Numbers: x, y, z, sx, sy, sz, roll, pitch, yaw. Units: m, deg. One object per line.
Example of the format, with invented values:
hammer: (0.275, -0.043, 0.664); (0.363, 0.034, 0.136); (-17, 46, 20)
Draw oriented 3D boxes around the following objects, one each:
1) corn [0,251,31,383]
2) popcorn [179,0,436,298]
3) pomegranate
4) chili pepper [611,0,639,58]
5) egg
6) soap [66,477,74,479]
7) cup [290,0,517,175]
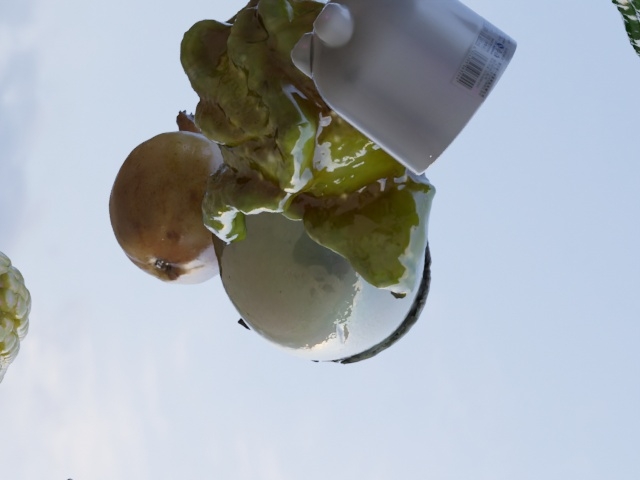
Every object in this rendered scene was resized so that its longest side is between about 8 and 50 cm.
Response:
corn: (-0.251, 0.063, 1.133); (0.244, 0.093, 0.093); (138, -56, -68)
popcorn: (-0.019, -0.117, 1.765); (0.326, 0.290, 0.321); (-31, -136, 24)
pomegranate: (-0.176, -0.045, 2.175); (0.207, 0.207, 0.207); (15, -73, 63)
chili pepper: (0.336, -0.256, 1.460); (0.167, 0.213, 0.385); (37, -9, 34)
egg: (0.005, 0.000, 2.008); (0.174, 0.264, 0.286); (96, -18, -77)
soap: (-0.074, 0.347, 1.067); (0.169, 0.304, 0.338); (-40, -134, 14)
cup: (0.069, -0.159, 1.342); (0.134, 0.142, 0.173); (-48, -173, 48)
